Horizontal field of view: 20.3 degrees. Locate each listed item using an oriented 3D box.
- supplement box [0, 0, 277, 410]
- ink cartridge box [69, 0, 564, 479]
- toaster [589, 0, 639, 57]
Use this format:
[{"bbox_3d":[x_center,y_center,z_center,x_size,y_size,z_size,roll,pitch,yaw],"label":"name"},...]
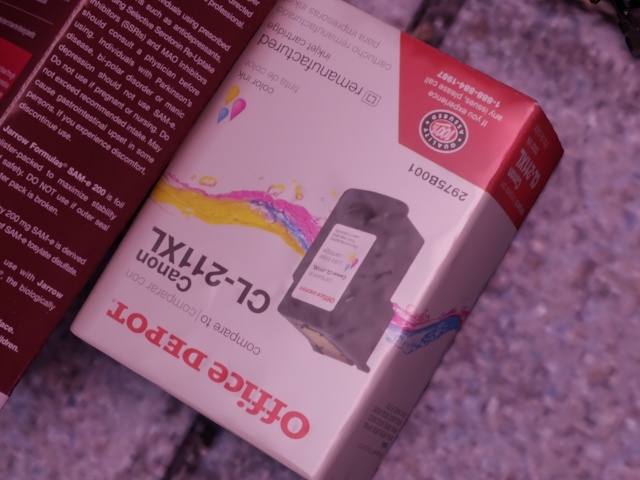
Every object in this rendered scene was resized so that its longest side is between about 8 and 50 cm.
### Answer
[{"bbox_3d":[-0.111,-0.057,0.746,0.073,0.130,0.239,34,89,-25],"label":"supplement box"},{"bbox_3d":[0.000,0.000,0.738,0.127,0.072,0.175,29,86,18],"label":"ink cartridge box"},{"bbox_3d":[0.093,-0.191,0.709,0.110,0.186,0.168,-44,63,0],"label":"toaster"}]
